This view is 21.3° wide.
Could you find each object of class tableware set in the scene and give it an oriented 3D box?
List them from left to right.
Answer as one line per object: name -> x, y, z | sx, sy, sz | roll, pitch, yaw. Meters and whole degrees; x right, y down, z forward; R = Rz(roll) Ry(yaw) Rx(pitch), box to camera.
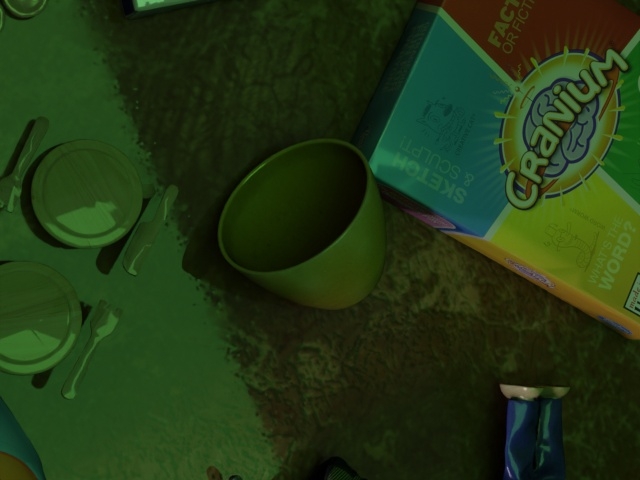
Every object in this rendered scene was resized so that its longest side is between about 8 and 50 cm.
tableware set -> -0.204, 0.014, 1.307 | 0.128, 0.039, 0.194 | 28, 74, -7

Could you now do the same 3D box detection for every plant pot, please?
plant pot -> 0.000, 0.000, 1.349 | 0.134, 0.134, 0.095 | -50, 133, -14

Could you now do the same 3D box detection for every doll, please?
doll -> 0.182, 0.217, 1.448 | 0.129, 0.046, 0.189 | 5, 89, -44

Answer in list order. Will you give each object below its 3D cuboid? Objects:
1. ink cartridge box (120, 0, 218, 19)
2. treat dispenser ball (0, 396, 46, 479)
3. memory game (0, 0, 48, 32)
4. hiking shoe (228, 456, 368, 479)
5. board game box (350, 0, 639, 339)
ink cartridge box -> -0.073, -0.306, 1.354 | 0.224, 0.045, 0.223 | -16, 95, -21
treat dispenser ball -> -0.320, 0.201, 1.126 | 0.288, 0.288, 0.288 | 0, 90, -21
memory game -> -0.276, -0.241, 1.293 | 0.186, 0.012, 0.186 | 0, 90, -22
hiking shoe -> 0.035, 0.232, 1.373 | 0.227, 0.086, 0.114 | 0, 90, -23
board game box -> 0.202, -0.090, 1.451 | 0.316, 0.064, 0.242 | 28, 80, -19
